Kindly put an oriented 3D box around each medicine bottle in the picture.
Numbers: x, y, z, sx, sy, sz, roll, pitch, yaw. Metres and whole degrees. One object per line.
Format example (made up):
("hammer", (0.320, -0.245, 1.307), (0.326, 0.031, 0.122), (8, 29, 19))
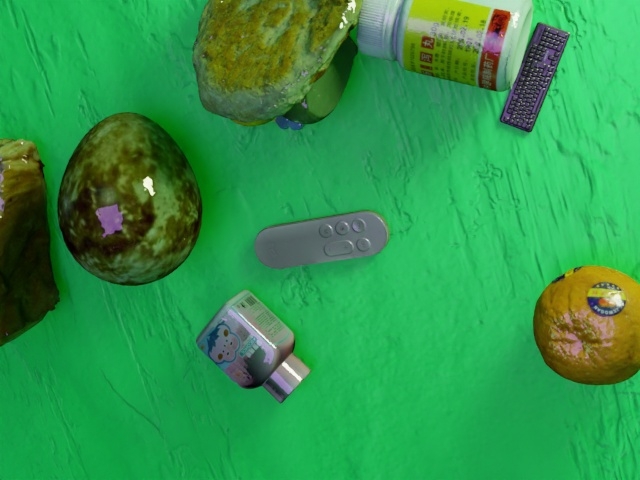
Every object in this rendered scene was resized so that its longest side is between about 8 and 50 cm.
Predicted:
("medicine bottle", (0.177, -0.300, 1.246), (0.225, 0.139, 0.139), (17, 112, 17))
("medicine bottle", (-0.110, 0.193, 1.538), (0.188, 0.094, 0.119), (43, 115, 5))

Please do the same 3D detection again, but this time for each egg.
("egg", (-0.318, -0.068, 1.465), (0.238, 0.238, 0.289), (-3, 96, 23))

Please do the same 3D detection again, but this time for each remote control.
("remote control", (0.000, 0.000, 1.476), (0.245, 0.022, 0.077), (-9, 101, 24))

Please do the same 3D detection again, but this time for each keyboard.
("keyboard", (0.312, -0.237, 1.283), (0.053, 0.010, 0.155), (24, 113, 16))

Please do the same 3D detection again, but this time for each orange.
("orange", (0.398, 0.123, 1.277), (0.177, 0.155, 0.178), (3, 99, 23))

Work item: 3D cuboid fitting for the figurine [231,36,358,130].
("figurine", (-0.064, -0.262, 1.379), (0.234, 0.127, 0.185), (8, 72, 50))

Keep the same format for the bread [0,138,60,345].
("bread", (-0.644, 0.013, 1.595), (0.191, 0.314, 0.370), (9, 114, 29))

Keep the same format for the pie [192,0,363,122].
("pie", (-0.062, -0.316, 1.284), (0.323, 0.070, 0.323), (-17, 58, 28))
